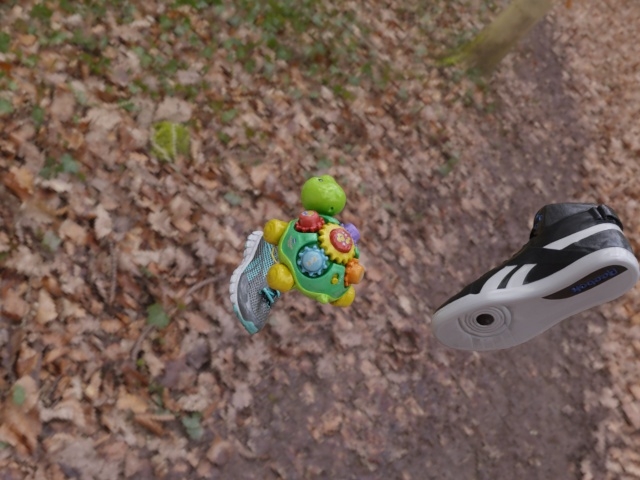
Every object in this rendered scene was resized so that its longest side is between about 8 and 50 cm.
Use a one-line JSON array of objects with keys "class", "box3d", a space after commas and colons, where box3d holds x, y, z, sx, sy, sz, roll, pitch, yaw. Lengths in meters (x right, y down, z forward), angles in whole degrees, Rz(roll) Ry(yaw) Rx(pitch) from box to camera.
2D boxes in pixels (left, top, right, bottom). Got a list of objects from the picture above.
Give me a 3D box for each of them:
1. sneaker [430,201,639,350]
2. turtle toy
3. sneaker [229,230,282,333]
[{"class": "sneaker", "box3d": [0.216, 0.033, 0.900, 0.079, 0.216, 0.121, 52, 26, -34]}, {"class": "turtle toy", "box3d": [0.000, 0.000, 0.807, 0.095, 0.066, 0.130, 17, 52, -34]}, {"class": "sneaker", "box3d": [-0.060, 0.040, 1.039, 0.065, 0.076, 0.166, 57, 28, -35]}]
